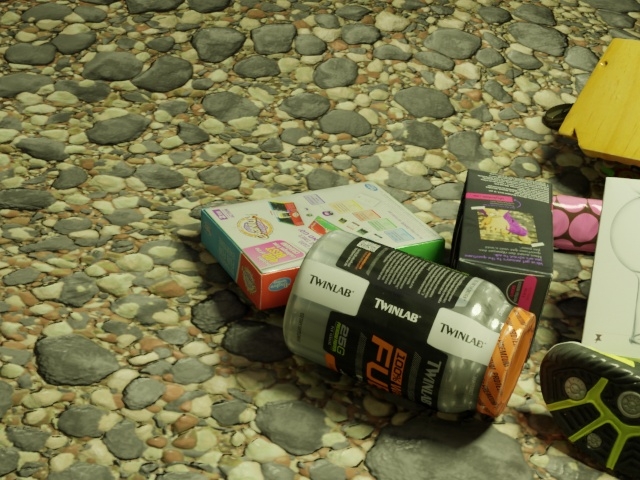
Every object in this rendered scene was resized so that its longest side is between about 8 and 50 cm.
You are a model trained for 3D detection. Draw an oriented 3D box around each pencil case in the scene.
[{"bbox_3d":[0.454,-0.021,2.068,0.209,0.098,0.095,6,-11,-2],"label":"pencil case"}]

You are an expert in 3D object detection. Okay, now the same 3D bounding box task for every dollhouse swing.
[{"bbox_3d":[0.692,-0.193,2.233,0.347,0.305,0.315,19,72,46],"label":"dollhouse swing"}]

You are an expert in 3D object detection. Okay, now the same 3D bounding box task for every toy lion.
[{"bbox_3d":[0.577,-0.121,2.292,0.100,0.034,0.096,-22,50,-36],"label":"toy lion"}]

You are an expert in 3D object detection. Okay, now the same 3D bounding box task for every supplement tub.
[{"bbox_3d":[0.124,0.119,1.705,0.316,0.193,0.193,19,36,19],"label":"supplement tub"}]

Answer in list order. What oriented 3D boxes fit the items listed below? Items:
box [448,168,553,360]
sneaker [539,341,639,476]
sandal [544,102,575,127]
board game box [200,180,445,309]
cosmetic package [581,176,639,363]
[{"bbox_3d":[0.273,0.031,1.886,0.143,0.165,0.270,11,35,4],"label":"box"},{"bbox_3d":[0.478,0.246,1.659,0.385,0.145,0.147,26,26,14],"label":"sneaker"},{"bbox_3d":[0.560,-0.241,2.445,0.219,0.060,0.090,-7,28,4],"label":"sandal"},{"bbox_3d":[0.000,0.000,1.944,0.317,0.064,0.242,-10,30,-24],"label":"board game box"},{"bbox_3d":[0.577,0.068,1.744,0.377,0.097,0.284,6,68,17],"label":"cosmetic package"}]
